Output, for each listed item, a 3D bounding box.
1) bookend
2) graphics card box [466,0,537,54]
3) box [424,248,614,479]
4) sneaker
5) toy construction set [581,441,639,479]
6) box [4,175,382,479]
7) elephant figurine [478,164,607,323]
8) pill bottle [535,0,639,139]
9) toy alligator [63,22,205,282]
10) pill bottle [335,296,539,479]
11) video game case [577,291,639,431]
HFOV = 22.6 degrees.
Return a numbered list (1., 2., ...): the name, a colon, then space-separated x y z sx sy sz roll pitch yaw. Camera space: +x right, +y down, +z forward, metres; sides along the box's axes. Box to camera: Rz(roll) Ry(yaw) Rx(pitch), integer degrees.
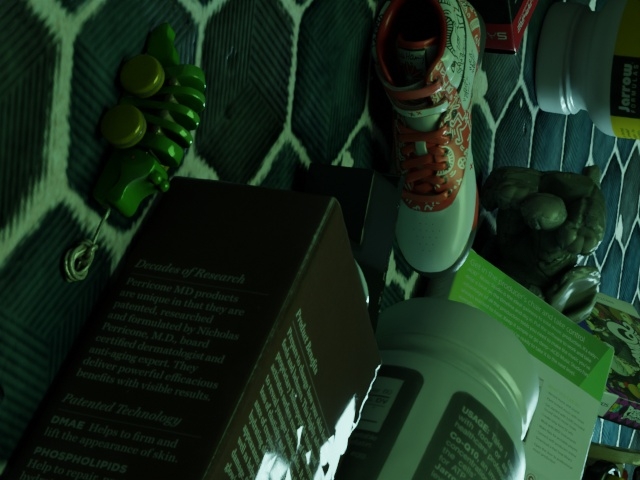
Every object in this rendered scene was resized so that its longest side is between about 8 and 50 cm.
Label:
1. bookend: 0.000 0.000 1.312 0.157 0.072 0.156 30 69 -66
2. graphics card box: 0.160 -0.392 1.535 0.371 0.094 0.232 75 32 -48
3. box: 0.178 0.198 1.684 0.232 0.058 0.322 34 60 -22
4. sneaker: 0.092 -0.103 1.485 0.145 0.090 0.270 12 84 -68
5. toy construction set: 0.264 0.303 1.947 0.237 0.257 0.309 0 125 -58
6. box: -0.093 0.159 1.056 0.191 0.143 0.381 74 34 -46
7. elephant figurine: 0.241 0.042 1.868 0.169 0.186 0.239 -112 -150 -63
8. pill bottle: 0.447 -0.213 1.997 0.188 0.334 0.187 8 90 -69
9. toy alligator: -0.112 -0.055 1.036 0.056 0.051 0.189 56 47 -60
10. pill bottle: 0.056 0.225 1.361 0.361 0.204 0.204 -57 148 -44
11. video game case: 0.347 0.138 1.963 0.210 0.232 0.042 19 120 -32
